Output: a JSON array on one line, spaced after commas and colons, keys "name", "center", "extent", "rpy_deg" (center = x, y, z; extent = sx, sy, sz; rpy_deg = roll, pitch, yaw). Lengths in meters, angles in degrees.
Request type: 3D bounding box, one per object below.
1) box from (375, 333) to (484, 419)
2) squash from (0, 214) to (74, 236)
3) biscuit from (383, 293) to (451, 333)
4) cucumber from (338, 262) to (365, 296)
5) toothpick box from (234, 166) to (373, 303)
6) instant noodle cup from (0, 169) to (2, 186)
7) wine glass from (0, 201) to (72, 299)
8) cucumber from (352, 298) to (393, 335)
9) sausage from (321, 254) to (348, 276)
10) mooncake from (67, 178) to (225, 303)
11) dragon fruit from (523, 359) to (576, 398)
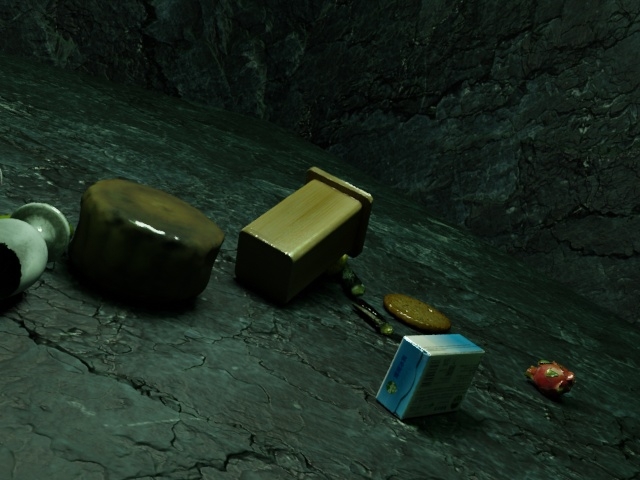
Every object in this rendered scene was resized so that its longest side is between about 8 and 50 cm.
[{"name": "box", "center": [0.212, 0.255, 1.437], "extent": [0.194, 0.139, 0.073], "rpy_deg": [7, 21, -48]}, {"name": "squash", "center": [-0.559, -0.015, 1.414], "extent": [0.201, 0.066, 0.066], "rpy_deg": [-2, 27, -43]}, {"name": "biscuit", "center": [0.248, 0.190, 1.952], "extent": [0.188, 0.027, 0.188], "rpy_deg": [20, 14, -5]}, {"name": "cucumber", "center": [0.069, 0.091, 2.002], "extent": [0.043, 0.044, 0.256], "rpy_deg": [-24, 22, -5]}, {"name": "toothpick box", "center": [-0.043, -0.007, 1.760], "extent": [0.188, 0.190, 0.308], "rpy_deg": [30, 42, 20]}, {"name": "instant noodle cup", "center": [-0.686, -0.101, 1.437], "extent": [0.127, 0.127, 0.135], "rpy_deg": [19, 23, -16]}, {"name": "wine glass", "center": [-0.506, 0.015, 1.258], "extent": [0.127, 0.126, 0.241], "rpy_deg": [21, 12, -7]}, {"name": "cucumber", "center": [0.124, 0.181, 1.788], "extent": [0.135, 0.033, 0.034], "rpy_deg": [40, -15, 49]}, {"name": "sausage", "center": [0.000, 0.000, 2.060], "extent": [0.123, 0.123, 0.347], "rpy_deg": [19, 16, -15]}, {"name": "mooncake", "center": [-0.338, 0.007, 1.466], "extent": [0.291, 0.161, 0.290], "rpy_deg": [23, 14, -6]}, {"name": "dragon fruit", "center": [0.545, 0.327, 1.805], "extent": [0.116, 0.086, 0.081], "rpy_deg": [22, 51, 31]}]
